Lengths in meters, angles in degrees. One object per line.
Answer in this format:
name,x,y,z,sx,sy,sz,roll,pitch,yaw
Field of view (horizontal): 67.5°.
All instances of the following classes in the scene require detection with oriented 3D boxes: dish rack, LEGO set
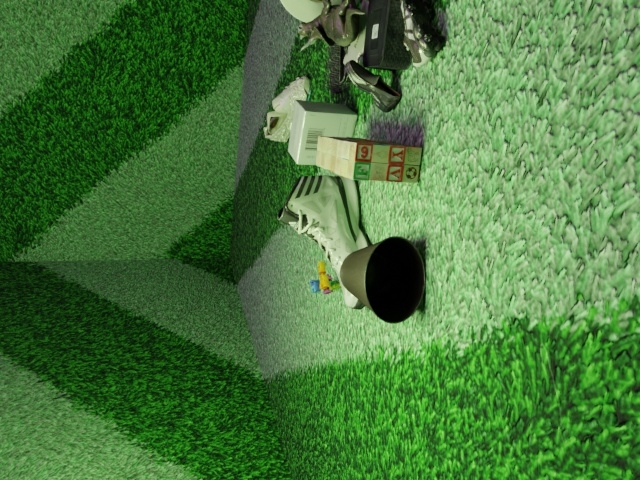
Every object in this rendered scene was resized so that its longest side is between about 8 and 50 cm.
dish rack,0.060,-0.588,1.550,0.271,0.074,0.208,-166,77,-70
LEGO set,0.021,0.123,1.650,0.227,0.087,0.093,143,124,-65

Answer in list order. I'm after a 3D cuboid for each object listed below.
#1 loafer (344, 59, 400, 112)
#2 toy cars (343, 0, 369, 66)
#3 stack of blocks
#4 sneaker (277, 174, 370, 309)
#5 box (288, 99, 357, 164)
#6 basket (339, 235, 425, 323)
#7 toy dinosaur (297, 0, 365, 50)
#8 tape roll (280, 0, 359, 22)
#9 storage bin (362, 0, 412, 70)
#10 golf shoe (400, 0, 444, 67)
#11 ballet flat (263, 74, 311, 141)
loafer,0.139,-0.413,1.247,0.061,0.170,0.062,-37,18,53
toy cars,0.132,-0.668,1.336,0.177,0.087,0.392,7,101,61
stack of blocks,0.114,-0.218,1.256,0.297,0.171,0.087,-140,52,-66
sneaker,0.000,0.000,1.451,0.169,0.258,0.446,125,140,-59
box,0.003,-0.346,1.551,0.119,0.182,0.180,-120,35,-51
basket,0.144,0.089,1.219,0.227,0.155,0.204,-175,86,-74
toy dinosaur,0.059,-0.598,1.305,0.314,0.121,0.160,34,137,48
tape roll,-0.002,-0.797,1.413,0.286,0.287,0.100,110,152,-45
storage bin,0.175,-0.529,1.212,0.122,0.085,0.180,-139,52,-64
golf shoe,0.216,-0.492,1.109,0.094,0.077,0.198,125,142,-59
ballet flat,-0.158,-0.553,2.080,0.409,0.147,0.146,129,136,-60
